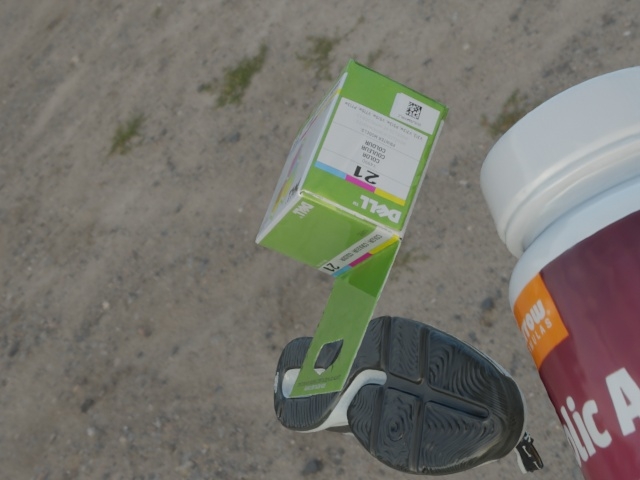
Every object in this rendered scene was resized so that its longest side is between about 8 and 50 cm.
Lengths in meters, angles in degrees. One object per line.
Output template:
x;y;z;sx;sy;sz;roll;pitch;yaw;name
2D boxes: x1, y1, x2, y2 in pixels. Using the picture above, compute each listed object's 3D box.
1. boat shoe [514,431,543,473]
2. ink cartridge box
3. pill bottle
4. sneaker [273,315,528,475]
0.348;0.348;1.392;0.038;0.125;0.046;-17;20;22;boat shoe
0.000;0.000;0.716;0.255;0.097;0.189;-68;10;-17;ink cartridge box
0.273;0.082;0.581;0.224;0.224;0.392;-27;61;16;pill bottle
0.149;0.195;1.027;0.447;0.257;0.169;-7;73;60;sneaker
